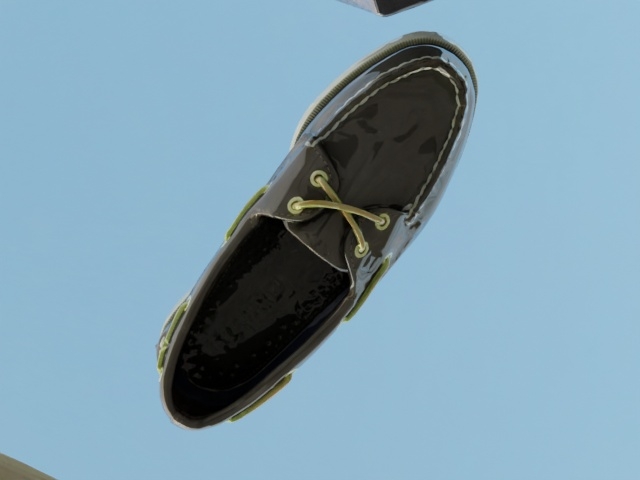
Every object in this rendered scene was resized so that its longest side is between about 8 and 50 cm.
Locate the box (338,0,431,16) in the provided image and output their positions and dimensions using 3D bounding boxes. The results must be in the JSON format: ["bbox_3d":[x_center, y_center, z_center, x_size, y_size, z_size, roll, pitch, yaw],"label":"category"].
[{"bbox_3d":[0.025,-0.246,0.815,0.142,0.163,0.247,-21,-71,-13],"label":"box"}]

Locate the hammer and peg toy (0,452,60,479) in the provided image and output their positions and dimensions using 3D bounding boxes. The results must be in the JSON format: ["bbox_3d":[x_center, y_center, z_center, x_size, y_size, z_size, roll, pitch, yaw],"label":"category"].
[{"bbox_3d":[-0.165,0.116,0.265,0.361,0.127,0.266,28,-128,-23],"label":"hammer and peg toy"}]

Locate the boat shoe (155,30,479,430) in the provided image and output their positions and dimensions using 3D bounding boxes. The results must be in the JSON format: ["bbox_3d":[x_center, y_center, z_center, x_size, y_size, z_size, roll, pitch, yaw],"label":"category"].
[{"bbox_3d":[0.000,0.000,0.860,0.081,0.068,0.227,35,-74,-9],"label":"boat shoe"}]
